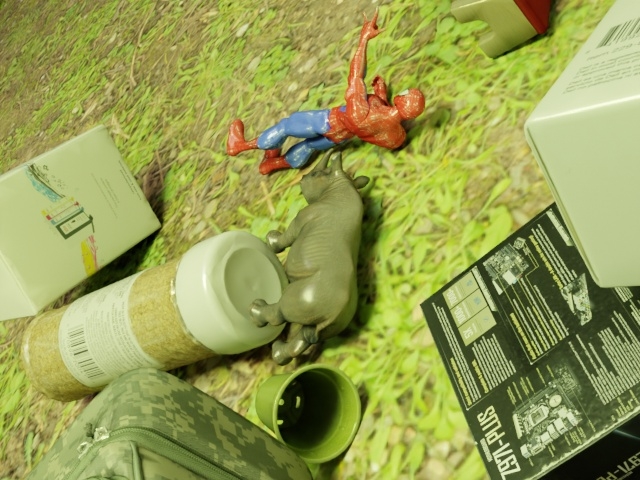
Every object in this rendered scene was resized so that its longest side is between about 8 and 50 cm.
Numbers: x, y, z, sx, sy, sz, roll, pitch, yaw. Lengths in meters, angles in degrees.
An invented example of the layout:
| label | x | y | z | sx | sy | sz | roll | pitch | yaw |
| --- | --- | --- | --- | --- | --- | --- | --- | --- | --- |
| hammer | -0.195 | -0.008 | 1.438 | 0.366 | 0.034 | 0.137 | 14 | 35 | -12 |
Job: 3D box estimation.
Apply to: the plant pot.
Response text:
| label | x | y | z | sx | sy | sz | roll | pitch | yaw |
| --- | --- | --- | --- | --- | --- | --- | --- | --- | --- |
| plant pot | -0.020 | 0.148 | 0.738 | 0.079 | 0.083 | 0.083 | -6 | 55 | 62 |

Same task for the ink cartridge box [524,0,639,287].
| label | x | y | z | sx | sy | sz | roll | pitch | yaw |
| --- | --- | --- | --- | --- | --- | --- | --- | --- | --- |
| ink cartridge box | 0.281 | -0.113 | 0.483 | 0.211 | 0.121 | 0.289 | -8 | 31 | 46 |

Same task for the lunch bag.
| label | x | y | z | sx | sy | sz | roll | pitch | yaw |
| --- | --- | --- | --- | --- | --- | --- | --- | --- | --- |
| lunch bag | -0.141 | 0.279 | 0.587 | 0.305 | 0.212 | 0.256 | -47 | 21 | 14 |

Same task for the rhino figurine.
| label | x | y | z | sx | sy | sz | roll | pitch | yaw |
| --- | --- | --- | --- | --- | --- | --- | --- | --- | --- |
| rhino figurine | 0.000 | 0.000 | 0.840 | 0.106 | 0.073 | 0.243 | -27 | 41 | 39 |

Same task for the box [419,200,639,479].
| label | x | y | z | sx | sy | sz | roll | pitch | yaw |
| --- | --- | --- | --- | --- | --- | --- | --- | --- | --- |
| box | 0.167 | 0.079 | 0.568 | 0.147 | 0.077 | 0.180 | -40 | 36 | 18 |

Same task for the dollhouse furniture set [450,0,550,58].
| label | x | y | z | sx | sy | sz | roll | pitch | yaw |
| --- | --- | --- | --- | --- | --- | --- | --- | --- | --- |
| dollhouse furniture set | 0.200 | -0.403 | 0.846 | 0.152 | 0.201 | 0.374 | -17 | 47 | 41 |

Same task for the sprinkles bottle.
| label | x | y | z | sx | sy | sz | roll | pitch | yaw |
| --- | --- | --- | --- | --- | --- | --- | --- | --- | --- |
| sprinkles bottle | -0.197 | 0.094 | 0.943 | 0.355 | 0.121 | 0.121 | -21 | 46 | 38 |

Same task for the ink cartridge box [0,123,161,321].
| label | x | y | z | sx | sy | sz | roll | pitch | yaw |
| --- | --- | --- | --- | --- | --- | --- | --- | --- | --- |
| ink cartridge box | -0.379 | -0.020 | 1.138 | 0.171 | 0.168 | 0.232 | -13 | 20 | 43 |

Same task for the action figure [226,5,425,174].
| label | x | y | z | sx | sy | sz | roll | pitch | yaw |
| --- | --- | --- | --- | --- | --- | --- | --- | --- | --- |
| action figure | 0.016 | -0.160 | 0.941 | 0.280 | 0.091 | 0.139 | -2 | 68 | 49 |
